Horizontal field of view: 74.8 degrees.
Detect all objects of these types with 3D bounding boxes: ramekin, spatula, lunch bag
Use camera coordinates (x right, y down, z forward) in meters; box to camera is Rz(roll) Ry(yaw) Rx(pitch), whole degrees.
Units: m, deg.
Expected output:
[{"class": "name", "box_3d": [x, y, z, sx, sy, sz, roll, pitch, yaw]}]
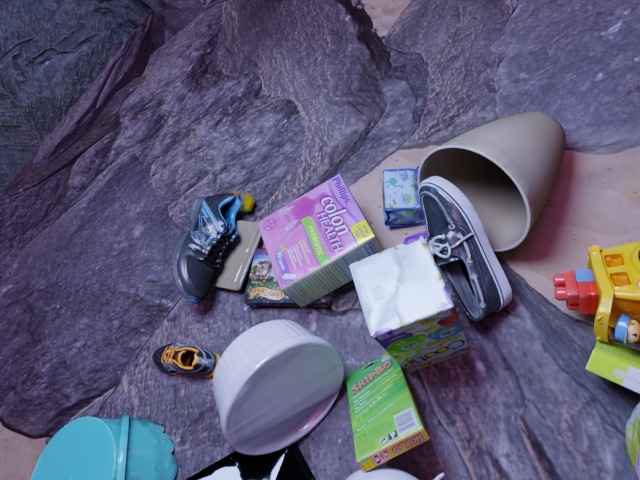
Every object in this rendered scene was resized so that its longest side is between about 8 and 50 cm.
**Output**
[{"class": "ramekin", "box_3d": [-0.095, 0.288, 0.861, 0.273, 0.273, 0.127, -48, 42, -6]}, {"class": "spatula", "box_3d": [0.162, 0.058, 1.003, 0.296, 0.030, 0.084, -27, 57, 9]}, {"class": "lunch bag", "box_3d": [0.231, -0.109, 1.033, 0.151, 0.096, 0.129, 0, 61, 5]}]

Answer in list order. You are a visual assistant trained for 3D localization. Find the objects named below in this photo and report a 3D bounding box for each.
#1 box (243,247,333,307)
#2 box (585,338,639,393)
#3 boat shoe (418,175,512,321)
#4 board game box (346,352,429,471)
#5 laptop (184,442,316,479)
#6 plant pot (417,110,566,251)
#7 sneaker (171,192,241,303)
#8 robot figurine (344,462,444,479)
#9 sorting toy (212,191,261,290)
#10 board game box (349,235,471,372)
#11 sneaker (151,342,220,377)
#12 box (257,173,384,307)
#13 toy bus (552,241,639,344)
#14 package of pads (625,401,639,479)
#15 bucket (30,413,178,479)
[{"class": "box", "box_3d": [-0.076, 0.093, 1.088, 0.233, 0.044, 0.159, -4, 60, 23]}, {"class": "box", "box_3d": [0.542, 0.221, 0.682, 0.178, 0.109, 0.042, 24, 107, 34]}, {"class": "boat shoe", "box_3d": [0.269, 0.016, 0.859, 0.105, 0.113, 0.306, -24, 88, -23]}, {"class": "board game box", "box_3d": [0.116, 0.308, 0.801, 0.124, 0.039, 0.259, -31, 15, 7]}, {"class": "laptop", "box_3d": [-0.159, 0.668, 0.818, 0.407, 0.236, 0.382, -22, 50, -23]}, {"class": "plant pot", "box_3d": [0.396, -0.159, 0.903, 0.274, 0.256, 0.256, -40, 51, -22]}, {"class": "sneaker", "box_3d": [-0.307, 0.005, 1.153, 0.139, 0.125, 0.341, -12, 57, 22]}, {"class": "robot figurine", "box_3d": [0.085, 0.520, 0.650, 0.299, 0.200, 0.353, 9, 52, 30]}, {"class": "sorting toy", "box_3d": [-0.259, -0.005, 1.240, 0.229, 0.041, 0.307, 4, 64, 32]}, {"class": "board game box", "box_3d": [0.180, 0.135, 0.798, 0.142, 0.275, 0.144, -23, 55, 12]}, {"class": "sneaker", "box_3d": [-0.361, 0.301, 1.083, 0.214, 0.083, 0.084, -4, 63, 25]}, {"class": "box", "box_3d": [0.000, 0.000, 1.004, 0.243, 0.117, 0.214, -29, 53, 7]}, {"class": "toy bus", "box_3d": [0.520, 0.107, 0.710, 0.211, 0.149, 0.220, -7, 42, 23]}, {"class": "package of pads", "box_3d": [0.530, 0.312, 0.523, 0.229, 0.296, 0.101, 17, 91, 32]}, {"class": "bucket", "box_3d": [-0.488, 0.536, 0.946, 0.281, 0.183, 0.281, -12, 58, 19]}]
